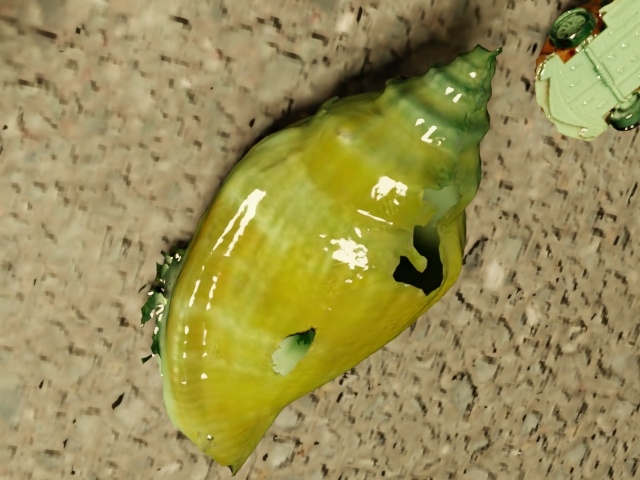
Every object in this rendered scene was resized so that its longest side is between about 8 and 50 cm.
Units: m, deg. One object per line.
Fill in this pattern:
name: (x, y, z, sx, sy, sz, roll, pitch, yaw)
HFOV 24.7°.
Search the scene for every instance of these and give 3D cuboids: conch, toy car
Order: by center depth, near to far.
conch: (0.003, 0.001, 0.572, 0.201, 0.079, 0.095, -44, 105, 9)
toy car: (0.139, -0.093, 0.611, 0.122, 0.035, 0.059, -39, 124, 6)
